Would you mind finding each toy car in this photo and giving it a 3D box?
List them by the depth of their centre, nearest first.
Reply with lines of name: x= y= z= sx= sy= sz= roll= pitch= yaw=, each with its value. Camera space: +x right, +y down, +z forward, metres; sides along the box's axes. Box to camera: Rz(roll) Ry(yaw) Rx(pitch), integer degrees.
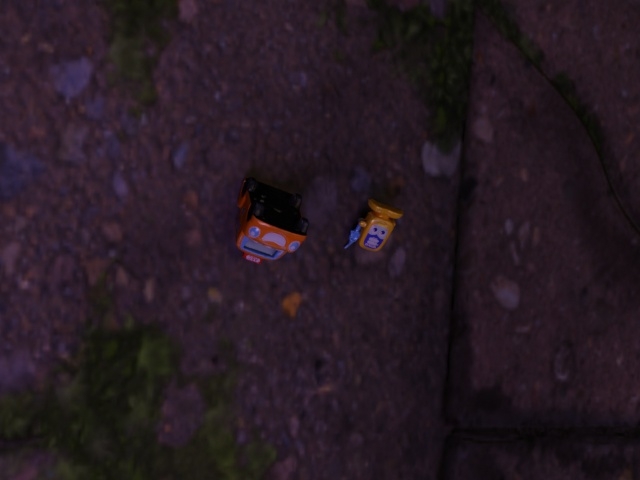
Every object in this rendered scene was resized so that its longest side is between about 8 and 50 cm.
toy car: x=0.000 y=0.000 z=1.055 sx=0.122 sy=0.060 sz=0.040 roll=13 pitch=115 yaw=-34
